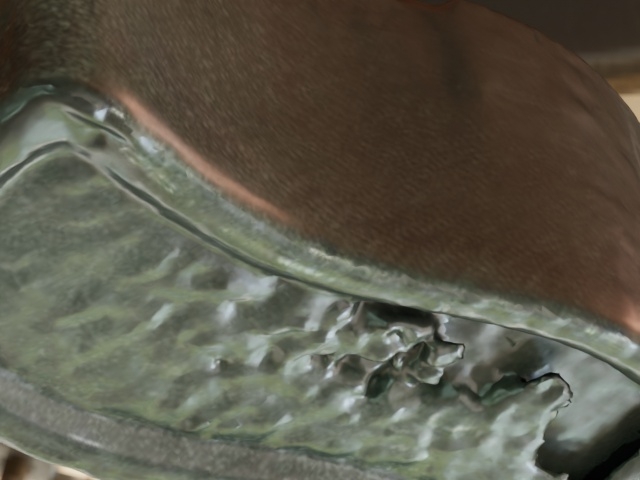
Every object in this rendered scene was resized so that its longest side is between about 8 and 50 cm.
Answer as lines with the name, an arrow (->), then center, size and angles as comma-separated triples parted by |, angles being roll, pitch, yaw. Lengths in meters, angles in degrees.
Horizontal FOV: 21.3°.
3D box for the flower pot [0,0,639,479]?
flower pot -> 0.000, 0.000, 0.407 | 0.229, 0.108, 0.103 | 25, 127, -28
